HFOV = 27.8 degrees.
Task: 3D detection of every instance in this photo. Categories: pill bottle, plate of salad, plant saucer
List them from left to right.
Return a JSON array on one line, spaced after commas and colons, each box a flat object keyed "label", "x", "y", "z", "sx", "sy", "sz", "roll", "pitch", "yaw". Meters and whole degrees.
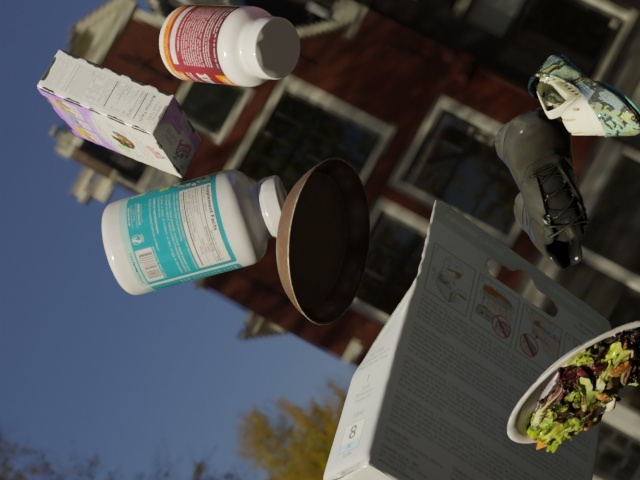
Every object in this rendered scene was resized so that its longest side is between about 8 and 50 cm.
[{"label": "pill bottle", "x": -0.177, "y": -0.018, "z": 1.903, "sx": 0.146, "sy": 0.264, "sz": 0.146, "roll": -15, "pitch": -90, "yaw": -82}, {"label": "pill bottle", "x": -0.097, "y": -0.209, "z": 1.387, "sx": 0.086, "sy": 0.152, "sz": 0.086, "roll": -11, "pitch": -74, "yaw": -43}, {"label": "plant saucer", "x": 0.000, "y": 0.000, "z": 1.305, "sx": 0.168, "sy": 0.029, "sz": 0.169, "roll": -18, "pitch": -69, "yaw": -59}, {"label": "plate of salad", "x": 0.281, "y": 0.153, "z": 1.323, "sx": 0.199, "sy": 0.048, "sz": 0.200, "roll": -22, "pitch": -33, "yaw": -15}]

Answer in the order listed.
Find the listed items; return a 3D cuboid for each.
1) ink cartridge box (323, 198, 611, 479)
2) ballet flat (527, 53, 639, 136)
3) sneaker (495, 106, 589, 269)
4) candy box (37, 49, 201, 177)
[{"label": "ink cartridge box", "x": 0.188, "y": 0.184, "z": 1.517, "sx": 0.091, "sy": 0.308, "sz": 0.385, "roll": -36, "pitch": 28, "yaw": 46}, {"label": "ballet flat", "x": 0.280, "y": -0.145, "z": 1.396, "sx": 0.070, "sy": 0.070, "sz": 0.188, "roll": -65, "pitch": 24, "yaw": 15}, {"label": "sneaker", "x": 0.324, "y": -0.070, "z": 1.796, "sx": 0.109, "sy": 0.130, "sz": 0.286, "roll": -25, "pitch": -40, "yaw": 3}, {"label": "candy box", "x": -0.289, "y": -0.182, "z": 1.880, "sx": 0.070, "sy": 0.196, "sz": 0.165, "roll": -63, "pitch": -16, "yaw": -14}]
